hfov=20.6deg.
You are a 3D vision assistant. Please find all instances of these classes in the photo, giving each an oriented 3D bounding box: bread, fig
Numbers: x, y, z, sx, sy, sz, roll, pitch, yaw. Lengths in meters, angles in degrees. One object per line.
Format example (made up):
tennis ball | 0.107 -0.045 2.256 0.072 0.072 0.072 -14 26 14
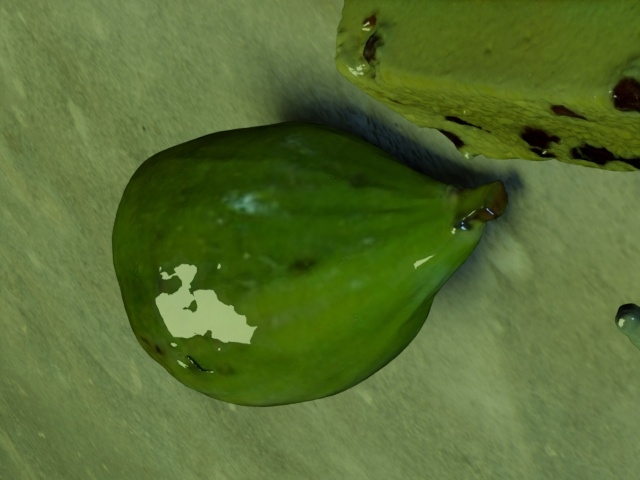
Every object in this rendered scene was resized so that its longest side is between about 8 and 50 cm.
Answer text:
bread | 0.153 -0.086 0.965 0.138 0.077 0.361 26 173 -33
fig | -0.021 0.021 1.309 0.233 0.233 0.314 62 161 -19

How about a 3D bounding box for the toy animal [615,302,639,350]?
toy animal | 0.268 0.098 1.034 0.217 0.176 0.073 8 111 23
